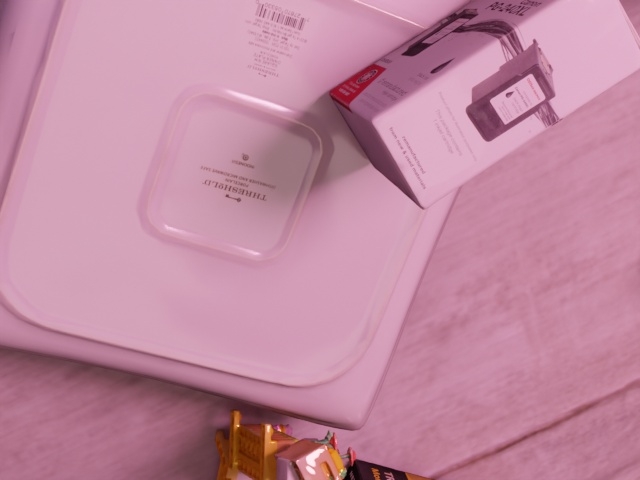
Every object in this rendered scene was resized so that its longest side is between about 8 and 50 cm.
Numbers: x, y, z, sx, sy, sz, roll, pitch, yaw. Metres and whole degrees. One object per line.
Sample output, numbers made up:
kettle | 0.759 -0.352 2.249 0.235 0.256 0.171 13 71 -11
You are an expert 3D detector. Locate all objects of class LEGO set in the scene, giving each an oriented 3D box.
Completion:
LEGO set | -0.018 0.198 0.755 0.107 0.132 0.287 3 141 -21

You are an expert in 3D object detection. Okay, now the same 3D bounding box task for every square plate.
square plate | -0.061 -0.047 0.622 0.347 0.049 0.344 17 106 -19

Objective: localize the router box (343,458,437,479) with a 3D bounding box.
router box | 0.145 0.334 0.766 0.243 0.309 0.081 20 114 -24

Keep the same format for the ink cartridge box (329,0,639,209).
ink cartridge box | 0.093 -0.094 0.555 0.150 0.109 0.063 -33 110 -1
